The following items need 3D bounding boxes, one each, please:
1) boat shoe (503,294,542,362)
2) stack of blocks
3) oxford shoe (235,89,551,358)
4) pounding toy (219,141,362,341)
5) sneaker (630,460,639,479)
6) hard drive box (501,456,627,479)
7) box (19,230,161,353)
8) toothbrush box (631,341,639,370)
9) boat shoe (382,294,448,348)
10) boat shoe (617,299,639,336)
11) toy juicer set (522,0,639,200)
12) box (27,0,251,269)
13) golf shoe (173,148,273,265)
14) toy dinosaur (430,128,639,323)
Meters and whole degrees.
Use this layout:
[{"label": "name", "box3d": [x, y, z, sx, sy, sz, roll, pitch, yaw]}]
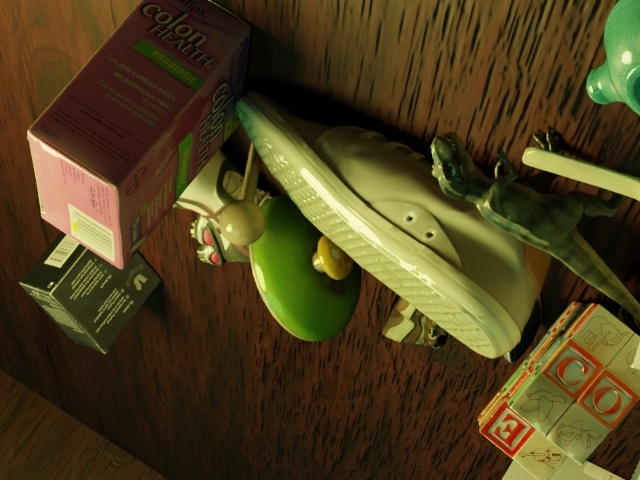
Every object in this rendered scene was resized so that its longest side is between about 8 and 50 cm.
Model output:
[{"label": "boat shoe", "box3d": [0.206, 0.065, 1.682, 0.066, 0.066, 0.183, 27, 146, 31]}, {"label": "stack of blocks", "box3d": [0.247, 0.154, 1.505, 0.087, 0.171, 0.297, 39, -179, 5]}, {"label": "oxford shoe", "box3d": [0.075, -0.042, 1.588, 0.449, 0.130, 0.169, 38, 168, 36]}, {"label": "pounding toy", "box3d": [0.000, 0.000, 1.746, 0.110, 0.183, 0.237, -20, 122, 33]}, {"label": "sneaker", "box3d": [0.444, 0.335, 1.800, 0.131, 0.112, 0.319, 29, 158, 23]}, {"label": "hard drive box", "box3d": [0.351, 0.388, 2.060, 0.181, 0.089, 0.232, 26, 156, 22]}, {"label": "box", "box3d": [-0.362, 0.065, 2.347, 0.093, 0.156, 0.158, 13, 148, 44]}, {"label": "toothbrush box", "box3d": [0.448, 0.110, 1.250, 0.296, 0.126, 0.216, 19, 177, 37]}, {"label": "boat shoe", "box3d": [0.143, 0.069, 1.750, 0.095, 0.095, 0.257, 24, 164, 2]}, {"label": "boat shoe", "box3d": [0.368, 0.108, 1.555, 0.125, 0.046, 0.038, 45, 162, -1]}, {"label": "toy juicer set", "box3d": [0.310, -0.118, 1.138, 0.209, 0.089, 0.329, 31, 146, 4]}, {"label": "box", "box3d": [-0.194, -0.126, 1.628, 0.117, 0.243, 0.213, 32, 156, 8]}, {"label": "golf shoe", "box3d": [-0.118, -0.064, 1.863, 0.120, 0.105, 0.273, 6, 152, 19]}, {"label": "toy dinosaur", "box3d": [0.222, -0.032, 1.388, 0.268, 0.118, 0.064, 36, 158, -3]}]
